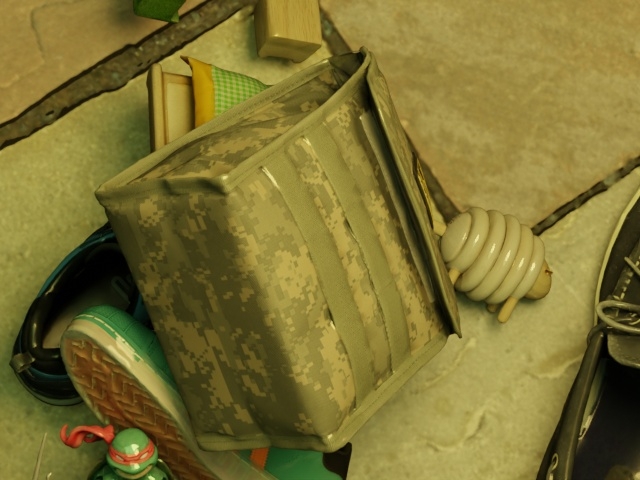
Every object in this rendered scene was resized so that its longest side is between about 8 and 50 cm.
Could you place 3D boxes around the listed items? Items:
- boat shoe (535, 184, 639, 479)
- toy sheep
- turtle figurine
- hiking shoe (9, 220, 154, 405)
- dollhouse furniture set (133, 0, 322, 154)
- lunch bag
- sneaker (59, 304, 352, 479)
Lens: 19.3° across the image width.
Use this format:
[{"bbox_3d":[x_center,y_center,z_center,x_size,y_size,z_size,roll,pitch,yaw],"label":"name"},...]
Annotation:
[{"bbox_3d":[0.304,0.114,1.603,0.186,0.156,0.500,26,74,0],"label":"boat shoe"},{"bbox_3d":[0.146,0.015,1.647,0.132,0.091,0.091,26,77,-19],"label":"toy sheep"},{"bbox_3d":[-0.153,0.236,1.517,0.175,0.234,0.118,6,33,10],"label":"turtle figurine"},{"bbox_3d":[-0.140,0.016,1.595,0.113,0.132,0.304,38,77,3],"label":"hiking shoe"},{"bbox_3d":[-0.038,-0.155,1.575,0.197,0.151,0.302,7,64,-27],"label":"dollhouse furniture set"},{"bbox_3d":[0.000,0.000,1.479,0.287,0.169,0.235,-39,115,-46],"label":"lunch bag"},{"bbox_3d":[-0.088,0.135,1.555,0.302,0.108,0.121,47,57,-29],"label":"sneaker"}]
